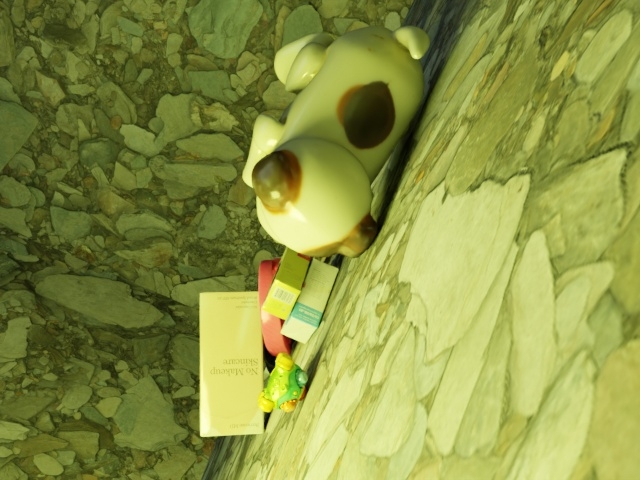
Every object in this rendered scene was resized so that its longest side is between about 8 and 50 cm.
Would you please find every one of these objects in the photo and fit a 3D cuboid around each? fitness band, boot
[{"bbox_3d":[-0.102,0.158,1.395,0.291,0.054,0.209,79,-171,-69],"label":"fitness band"},{"bbox_3d":[-0.124,0.243,1.577,0.106,0.082,0.219,108,166,-56],"label":"boot"}]

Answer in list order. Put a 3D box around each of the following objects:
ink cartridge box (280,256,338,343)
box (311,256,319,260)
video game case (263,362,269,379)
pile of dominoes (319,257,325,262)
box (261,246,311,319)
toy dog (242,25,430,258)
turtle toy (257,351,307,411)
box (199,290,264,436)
[{"bbox_3d":[-0.017,0.112,1.264,0.104,0.061,0.181,121,171,-59],"label":"ink cartridge box"},{"bbox_3d":[0.000,0.000,1.623,0.136,0.036,0.225,-58,5,0],"label":"box"},{"bbox_3d":[-0.142,0.336,1.888,0.227,0.026,0.206,125,168,-66],"label":"video game case"},{"bbox_3d":[0.001,0.075,1.603,0.251,0.040,0.196,-58,3,-1],"label":"pile of dominoes"},{"bbox_3d":[-0.059,0.059,1.259,0.232,0.058,0.087,-72,7,-60],"label":"box"},{"bbox_3d":[0.033,-0.152,1.054,0.395,0.284,0.408,-13,46,46],"label":"toy dog"},{"bbox_3d":[-0.057,0.241,1.001,0.130,0.066,0.095,139,156,-82],"label":"turtle toy"},{"bbox_3d":[-0.201,0.275,1.365,0.121,0.147,0.311,133,135,-78],"label":"box"}]
